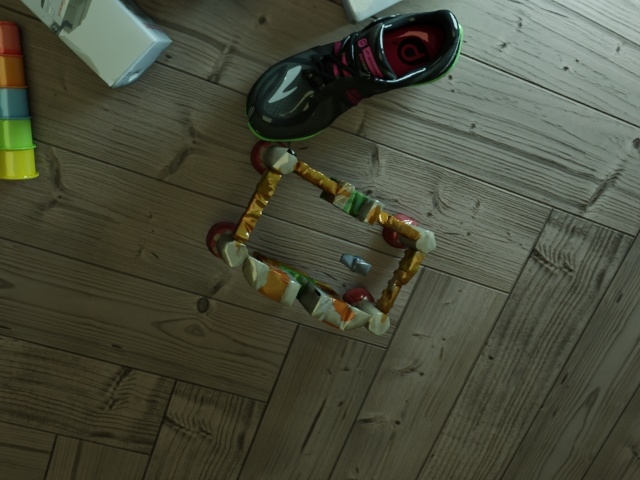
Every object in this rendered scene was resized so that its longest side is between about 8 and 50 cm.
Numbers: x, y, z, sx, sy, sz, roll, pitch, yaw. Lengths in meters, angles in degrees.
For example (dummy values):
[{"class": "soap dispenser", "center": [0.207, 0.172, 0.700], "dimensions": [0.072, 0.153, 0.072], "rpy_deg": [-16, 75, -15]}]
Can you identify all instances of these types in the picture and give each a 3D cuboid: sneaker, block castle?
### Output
[{"class": "sneaker", "center": [0.062, -0.356, 1.154], "dimensions": [0.483, 0.202, 0.185], "rpy_deg": [-26, 88, -1]}, {"class": "block castle", "center": [0.000, 0.000, 1.290], "dimensions": [0.453, 0.213, 0.303], "rpy_deg": [28, 92, -21]}]

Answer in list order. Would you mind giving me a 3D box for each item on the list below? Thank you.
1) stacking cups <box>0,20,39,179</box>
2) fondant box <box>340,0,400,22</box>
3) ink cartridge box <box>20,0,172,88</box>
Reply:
[{"class": "stacking cups", "center": [-0.646, -0.290, 1.188], "dimensions": [0.096, 0.096, 0.316], "rpy_deg": [4, 104, -7]}, {"class": "fondant box", "center": [0.164, -0.625, 1.145], "dimensions": [0.330, 0.096, 0.238], "rpy_deg": [-25, 110, 4]}, {"class": "ink cartridge box", "center": [-0.448, -0.451, 1.073], "dimensions": [0.129, 0.223, 0.307], "rpy_deg": [-42, 108, 8]}]
